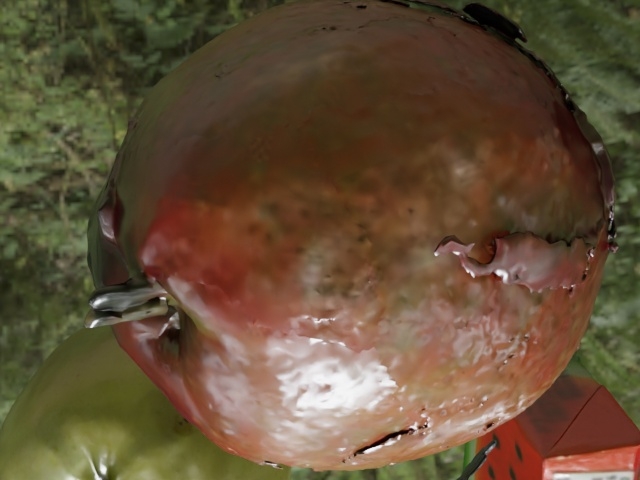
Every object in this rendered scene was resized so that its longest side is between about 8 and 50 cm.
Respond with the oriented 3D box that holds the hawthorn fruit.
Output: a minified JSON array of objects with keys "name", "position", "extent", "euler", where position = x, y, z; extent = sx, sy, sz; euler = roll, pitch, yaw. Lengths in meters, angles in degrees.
[{"name":"hawthorn fruit","position":[0.011,-0.004,0.664],"extent":[0.315,0.316,0.316],"euler":[-6,163,-2]}]

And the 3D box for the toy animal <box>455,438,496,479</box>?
[{"name":"toy animal","position":[0.080,0.244,0.791],"extent":[0.062,0.220,0.108],"euler":[19,168,33]}]

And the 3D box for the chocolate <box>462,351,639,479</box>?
[{"name":"chocolate","position":[0.350,0.363,1.746],"extent":[0.161,0.360,0.341],"euler":[-6,-153,-12]}]

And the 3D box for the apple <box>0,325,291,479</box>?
[{"name":"apple","position":[-0.147,0.188,0.940],"extent":[0.262,0.263,0.262],"euler":[-6,163,-2]}]
